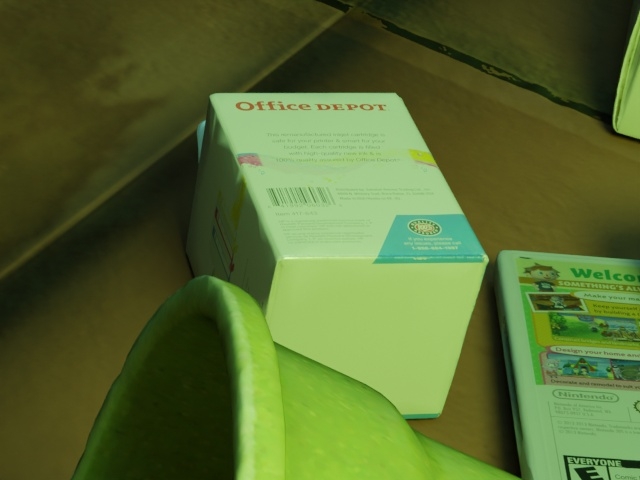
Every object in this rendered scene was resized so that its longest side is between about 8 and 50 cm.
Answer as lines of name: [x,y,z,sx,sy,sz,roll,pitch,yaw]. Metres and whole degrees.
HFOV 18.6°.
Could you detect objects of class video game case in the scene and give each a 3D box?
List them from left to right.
video game case: [0.188,0.071,0.854,0.212,0.023,0.193,4,32,-3]

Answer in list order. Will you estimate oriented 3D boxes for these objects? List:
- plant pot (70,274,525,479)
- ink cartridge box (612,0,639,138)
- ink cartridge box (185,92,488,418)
plant pot: [0.050,0.176,0.517,0.254,0.276,0.276,17,33,-14]
ink cartridge box: [0.288,-0.148,1.129,0.207,0.117,0.283,16,35,5]
ink cartridge box: [0.000,0.000,0.859,0.092,0.090,0.143,0,36,-18]
